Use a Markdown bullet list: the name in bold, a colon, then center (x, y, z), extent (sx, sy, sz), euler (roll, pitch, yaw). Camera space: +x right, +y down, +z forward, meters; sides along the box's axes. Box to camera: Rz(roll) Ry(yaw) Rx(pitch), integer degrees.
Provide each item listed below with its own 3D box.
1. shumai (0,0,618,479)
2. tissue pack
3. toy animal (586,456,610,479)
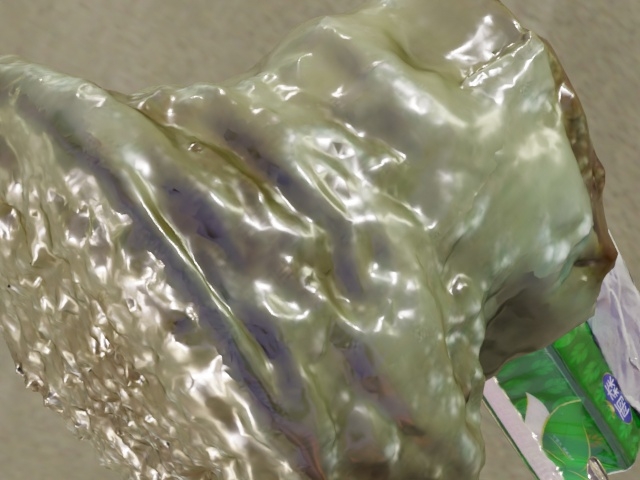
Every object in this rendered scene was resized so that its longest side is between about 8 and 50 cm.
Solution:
- **shumai**: center (0.000, 0.000, 1.127), extent (0.323, 0.324, 0.397), euler (-41, 103, -20)
- **tissue pack**: center (0.215, 0.081, 1.680), extent (0.156, 0.148, 0.209), euler (-22, 109, 36)
- **toy animal**: center (0.149, 0.257, 1.199), extent (0.155, 0.095, 0.219), euler (40, 86, 25)
